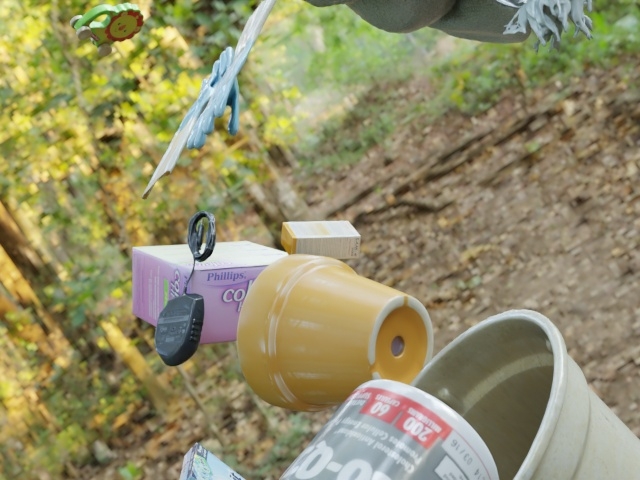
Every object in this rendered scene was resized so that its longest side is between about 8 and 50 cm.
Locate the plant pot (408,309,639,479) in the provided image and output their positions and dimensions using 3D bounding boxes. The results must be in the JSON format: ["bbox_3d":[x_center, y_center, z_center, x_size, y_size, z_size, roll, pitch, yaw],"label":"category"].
[{"bbox_3d":[0.249,0.298,1.177,0.334,0.305,0.334,-48,15,18],"label":"plant pot"}]

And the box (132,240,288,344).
[{"bbox_3d":[-0.159,0.078,1.734,0.213,0.117,0.243,-3,9,-31],"label":"box"}]

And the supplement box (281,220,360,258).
[{"bbox_3d":[0.000,0.000,1.508,0.098,0.036,0.062,-1,22,-15],"label":"supplement box"}]

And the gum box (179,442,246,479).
[{"bbox_3d":[-0.168,0.458,1.942,0.041,0.184,0.157,-48,9,7],"label":"gum box"}]

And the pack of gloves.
[{"bbox_3d":[-0.115,-0.164,1.283,0.195,0.046,0.232,-38,25,53],"label":"pack of gloves"}]

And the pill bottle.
[{"bbox_3d":[0.014,0.267,0.908,0.283,0.161,0.161,-46,10,-32],"label":"pill bottle"}]

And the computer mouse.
[{"bbox_3d":[-0.185,0.070,1.572,0.071,0.041,0.242,-6,62,38],"label":"computer mouse"}]

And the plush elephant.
[{"bbox_3d":[0.107,-0.288,0.938,0.255,0.330,0.272,-12,-17,43],"label":"plush elephant"}]

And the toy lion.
[{"bbox_3d":[-0.324,-0.336,1.683,0.096,0.034,0.100,-36,-23,8],"label":"toy lion"}]

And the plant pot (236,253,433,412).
[{"bbox_3d":[0.031,0.125,1.372,0.188,0.205,0.205,5,32,44],"label":"plant pot"}]
